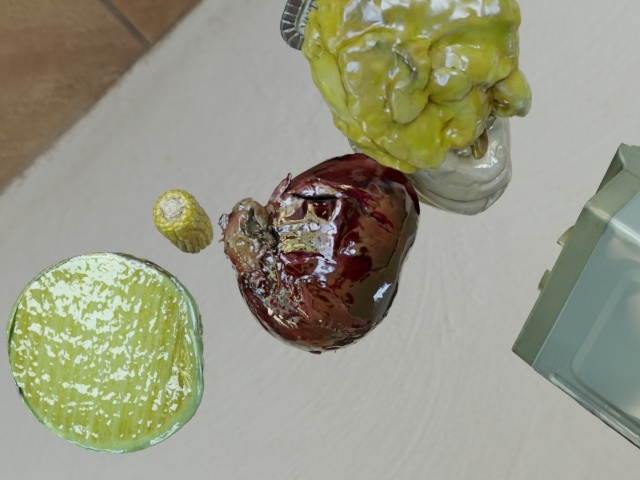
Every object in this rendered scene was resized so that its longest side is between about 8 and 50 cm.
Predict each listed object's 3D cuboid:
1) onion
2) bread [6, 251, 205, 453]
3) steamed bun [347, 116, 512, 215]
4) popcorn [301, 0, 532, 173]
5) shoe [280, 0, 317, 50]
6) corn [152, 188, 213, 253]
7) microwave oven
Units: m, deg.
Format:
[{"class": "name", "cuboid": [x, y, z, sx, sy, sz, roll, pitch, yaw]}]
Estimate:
[{"class": "onion", "cuboid": [0.015, 0.009, 1.344, 0.280, 0.221, 0.281, -10, 114, -25]}, {"class": "bread", "cuboid": [-0.304, 0.160, 1.480, 0.301, 0.301, 0.045, -49, -177, 8]}, {"class": "steamed bun", "cuboid": [0.149, -0.208, 1.526, 0.367, 0.255, 0.343, -42, 125, -74]}, {"class": "popcorn", "cuboid": [0.102, -0.191, 1.091, 0.266, 0.192, 0.233, 34, 81, -23]}, {"class": "shoe", "cuboid": [0.023, -0.461, 1.709, 0.293, 0.109, 0.149, -60, -171, 28]}, {"class": "corn", "cuboid": [-0.200, -0.024, 1.548, 0.072, 0.072, 0.203, -41, 169, -4]}, {"class": "microwave oven", "cuboid": [0.381, 0.031, 0.907, 0.355, 0.286, 0.218, -37, 156, -37]}]
